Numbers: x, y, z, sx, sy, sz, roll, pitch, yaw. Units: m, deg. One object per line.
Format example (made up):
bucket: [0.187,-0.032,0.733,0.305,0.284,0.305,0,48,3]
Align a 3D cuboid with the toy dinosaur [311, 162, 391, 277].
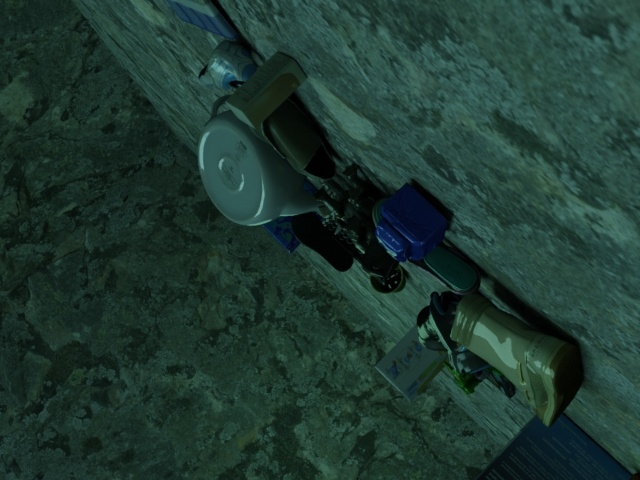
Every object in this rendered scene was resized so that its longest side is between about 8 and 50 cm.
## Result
toy dinosaur: [0.082,-0.032,1.404,0.160,0.121,0.313,42,-176,-39]

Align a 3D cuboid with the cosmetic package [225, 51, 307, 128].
cosmetic package: [-0.083,-0.230,1.192,0.060,0.115,0.041,39,171,48]

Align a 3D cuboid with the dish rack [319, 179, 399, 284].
dish rack: [0.068,-0.034,1.678,0.208,0.074,0.271,41,172,28]

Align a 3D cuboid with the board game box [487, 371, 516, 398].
board game box: [0.408,0.308,1.891,0.126,0.026,0.186,41,172,34]

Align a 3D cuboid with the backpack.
backpack: [0.136,-0.020,1.211,0.098,0.101,0.120,50,179,16]

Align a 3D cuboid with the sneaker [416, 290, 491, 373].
sneaker: [0.268,0.154,1.555,0.341,0.125,0.139,-157,50,-80]

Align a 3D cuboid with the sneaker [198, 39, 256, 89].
sneaker: [-0.166,-0.305,1.415,0.086,0.085,0.237,39,178,-13]

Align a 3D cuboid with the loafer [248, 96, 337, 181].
loafer: [-0.038,-0.183,1.383,0.087,0.094,0.251,34,178,35]

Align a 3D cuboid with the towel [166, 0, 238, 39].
towel: [-0.261,-0.455,1.278,0.209,0.034,0.285,35,170,47]

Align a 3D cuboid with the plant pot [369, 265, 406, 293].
plant pot: [0.170,0.093,1.873,0.083,0.083,0.079,42,-174,26]

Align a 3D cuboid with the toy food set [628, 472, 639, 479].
toy food set: [0.644,0.501,1.441,0.111,0.104,0.232,59,156,0]

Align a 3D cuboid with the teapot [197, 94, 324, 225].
teapot: [-0.117,-0.164,1.582,0.252,0.187,0.256,10,117,45]

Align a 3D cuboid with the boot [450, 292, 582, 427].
boot: [0.322,0.199,1.300,0.203,0.095,0.262,30,163,31]

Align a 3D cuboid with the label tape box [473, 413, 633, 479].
label tape box: [0.464,0.559,1.668,0.249,0.348,0.115,43,174,20]

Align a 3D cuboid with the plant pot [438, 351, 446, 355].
plant pot: [0.289,0.206,1.792,0.083,0.081,0.081,56,176,12]

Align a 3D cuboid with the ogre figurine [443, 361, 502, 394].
ogre figurine: [0.336,0.263,1.653,0.097,0.118,0.197,45,174,49]

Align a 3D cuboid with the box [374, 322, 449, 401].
box: [0.256,0.301,2.018,0.103,0.203,0.114,42,175,29]

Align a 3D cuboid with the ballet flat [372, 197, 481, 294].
ballet flat: [0.176,0.016,1.317,0.221,0.077,0.079,39,176,12]

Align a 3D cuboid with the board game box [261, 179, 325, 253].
board game box: [-0.094,-0.096,1.932,0.210,0.160,0.047,43,173,11]

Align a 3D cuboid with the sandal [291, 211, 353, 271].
sandal: [0.000,0.000,1.742,0.179,0.067,0.040,46,-176,-9]
